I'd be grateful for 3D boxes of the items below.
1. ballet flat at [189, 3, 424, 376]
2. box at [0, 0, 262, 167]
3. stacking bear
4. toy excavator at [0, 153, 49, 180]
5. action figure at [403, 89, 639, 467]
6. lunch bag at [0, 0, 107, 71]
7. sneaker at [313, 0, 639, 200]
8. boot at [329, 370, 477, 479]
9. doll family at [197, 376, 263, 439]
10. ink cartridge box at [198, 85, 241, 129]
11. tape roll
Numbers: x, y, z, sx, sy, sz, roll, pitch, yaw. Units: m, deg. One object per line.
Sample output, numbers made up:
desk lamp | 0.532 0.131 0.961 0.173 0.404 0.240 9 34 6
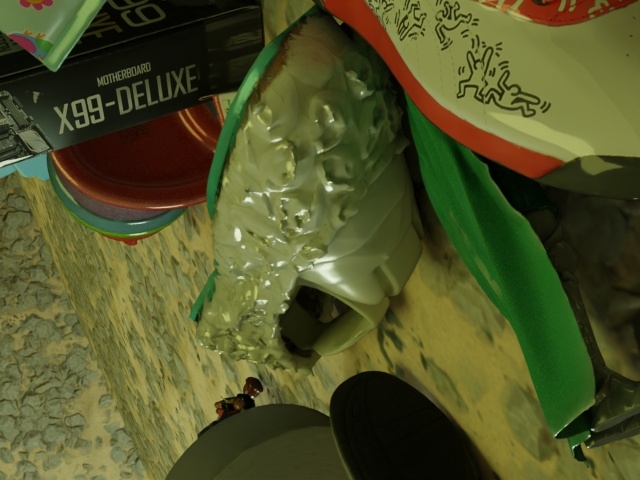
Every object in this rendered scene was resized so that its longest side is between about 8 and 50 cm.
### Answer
ballet flat | 0.000 0.000 0.601 0.147 0.147 0.409 62 160 15
box | -0.223 -0.195 0.733 0.307 0.243 0.076 49 152 40
stacking bear | -0.196 -0.073 0.915 0.175 0.164 0.289 65 162 6
toy excavator | -0.456 -0.167 0.922 0.222 0.445 0.433 56 173 24
action figure | 0.085 -0.019 0.410 0.137 0.064 0.232 66 -178 -63
lunch bag | -0.165 -0.271 0.506 0.223 0.160 0.262 34 131 -19
sneaker | 0.061 -0.134 0.340 0.270 0.090 0.145 49 154 44
boot | 0.079 0.229 0.651 0.236 0.085 0.178 51 155 34
doll family | -0.080 0.213 0.976 0.193 0.111 0.076 22 165 45
ink cartridge box | -0.041 -0.101 0.640 0.115 0.063 0.029 12 119 64
tape roll | -0.032 0.255 0.750 0.072 0.219 0.219 15 124 62
